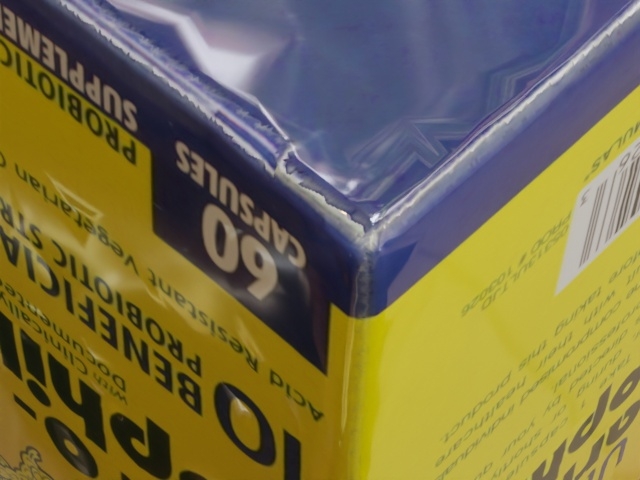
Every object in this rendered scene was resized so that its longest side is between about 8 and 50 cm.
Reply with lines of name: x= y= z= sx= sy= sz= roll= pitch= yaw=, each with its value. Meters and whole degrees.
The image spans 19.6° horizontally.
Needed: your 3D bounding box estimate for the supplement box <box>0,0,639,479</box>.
supplement box: x=0.000 y=0.000 z=0.575 sx=0.194 sy=0.195 sz=0.356 roll=37 pitch=151 yaw=24
